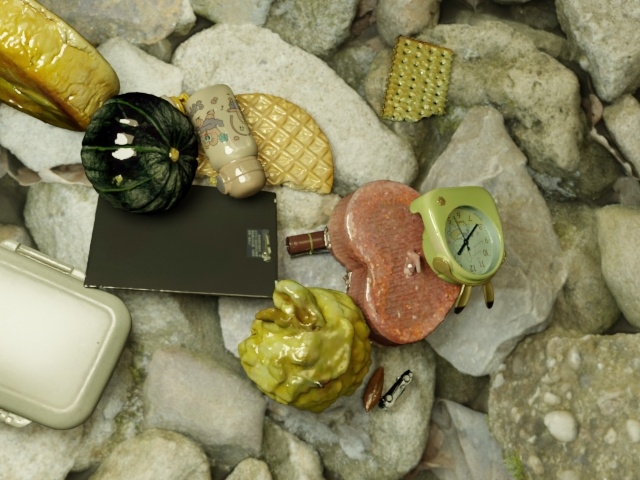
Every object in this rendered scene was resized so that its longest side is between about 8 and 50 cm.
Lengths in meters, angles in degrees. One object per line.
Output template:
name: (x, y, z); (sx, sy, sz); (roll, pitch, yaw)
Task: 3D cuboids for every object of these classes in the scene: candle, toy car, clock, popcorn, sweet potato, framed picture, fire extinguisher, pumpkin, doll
candle: (0.174, 0.038, 1.501); (0.287, 0.131, 0.317); (-9, 85, -23)
toy car: (0.145, 0.284, 1.491); (0.025, 0.041, 0.093); (45, 73, -2)
clock: (0.264, 0.016, 1.452); (0.170, 0.069, 0.232); (-5, 77, -33)
popcorn: (-0.018, 0.187, 1.379); (0.233, 0.192, 0.266); (-36, 124, -9)
sweet potato: (0.102, 0.282, 1.487); (0.034, 0.034, 0.095); (27, 65, -4)
framed picture: (-0.246, -0.007, 1.446); (0.339, 0.014, 0.255); (4, 51, -11)
fire extinguisher: (0.000, 0.000, 1.534); (0.132, 0.039, 0.056); (-10, 85, -14)
pumpkin: (-0.316, -0.155, 1.396); (0.162, 0.220, 0.220); (7, 70, 31)
doll: (-0.314, -0.245, 1.522); (0.127, 0.073, 0.084); (-30, 51, -21)

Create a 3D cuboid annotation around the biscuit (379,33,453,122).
biscuit: (0.210, -0.337, 1.674); (0.144, 0.016, 0.203); (13, 73, -8)

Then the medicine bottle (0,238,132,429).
medicine bottle: (-0.529, 0.154, 1.341); (0.375, 0.123, 0.282); (24, 72, -5)

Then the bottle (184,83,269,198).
bottle: (-0.177, -0.178, 1.465); (0.110, 0.097, 0.209); (-20, 79, -24)

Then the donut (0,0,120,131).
donut: (-0.519, -0.313, 1.369); (0.330, 0.330, 0.160); (33, 79, -2)

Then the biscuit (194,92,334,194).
biscuit: (-0.119, -0.198, 1.556); (0.309, 0.040, 0.204); (7, 73, -9)
